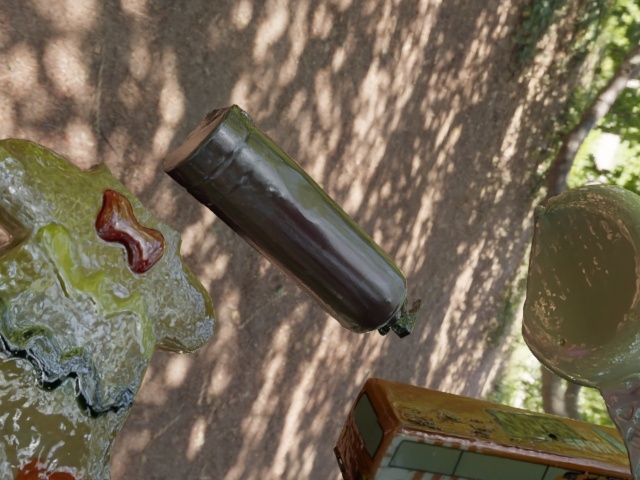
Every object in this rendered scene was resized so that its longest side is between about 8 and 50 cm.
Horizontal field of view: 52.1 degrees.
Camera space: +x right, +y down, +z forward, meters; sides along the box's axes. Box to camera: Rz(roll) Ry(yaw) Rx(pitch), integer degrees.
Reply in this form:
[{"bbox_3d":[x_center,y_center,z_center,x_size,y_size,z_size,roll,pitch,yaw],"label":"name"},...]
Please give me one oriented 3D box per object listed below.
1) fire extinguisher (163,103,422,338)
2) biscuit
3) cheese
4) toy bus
[{"bbox_3d":[0.000,0.000,0.531,0.268,0.072,0.089,43,31,-26],"label":"fire extinguisher"},{"bbox_3d":[-0.295,0.090,0.733,0.368,0.076,0.394,51,45,-26],"label":"biscuit"},{"bbox_3d":[0.153,0.052,0.352,0.048,0.092,0.171,20,68,-39],"label":"cheese"},{"bbox_3d":[0.214,0.211,0.576,0.093,0.409,0.092,-128,-124,-67],"label":"toy bus"}]
